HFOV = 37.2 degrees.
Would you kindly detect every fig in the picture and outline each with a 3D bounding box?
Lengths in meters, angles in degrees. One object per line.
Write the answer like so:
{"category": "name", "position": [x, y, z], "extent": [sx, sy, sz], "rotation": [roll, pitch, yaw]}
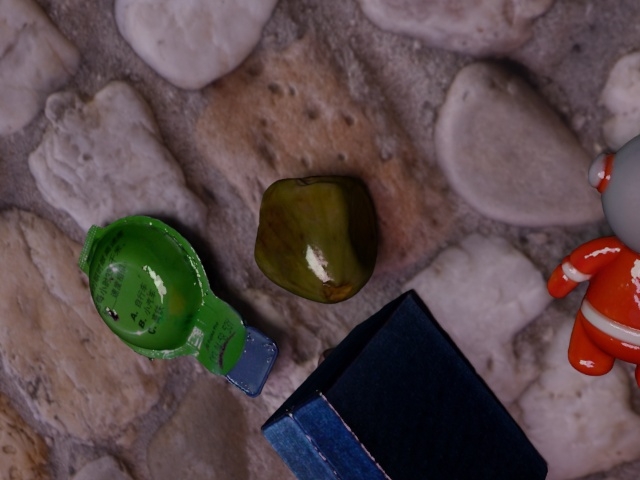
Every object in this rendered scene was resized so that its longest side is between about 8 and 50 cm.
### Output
{"category": "fig", "position": [0.000, 0.000, 1.099], "extent": [0.165, 0.154, 0.144], "rotation": [56, 173, 36]}

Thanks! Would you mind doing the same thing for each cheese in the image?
{"category": "cheese", "position": [-0.195, 0.088, 1.262], "extent": [0.320, 0.083, 0.204], "rotation": [32, 118, 15]}

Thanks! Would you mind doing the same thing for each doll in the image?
{"category": "doll", "position": [0.342, 0.005, 0.964], "extent": [0.200, 0.105, 0.336], "rotation": [17, 123, 21]}

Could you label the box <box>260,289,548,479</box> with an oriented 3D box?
{"category": "box", "position": [0.105, 0.235, 1.066], "extent": [0.116, 0.261, 0.279], "rotation": [-36, 91, 34]}

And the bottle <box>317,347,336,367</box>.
{"category": "bottle", "position": [0.015, 0.208, 1.222], "extent": [0.053, 0.053, 0.140], "rotation": [17, 115, 19]}
